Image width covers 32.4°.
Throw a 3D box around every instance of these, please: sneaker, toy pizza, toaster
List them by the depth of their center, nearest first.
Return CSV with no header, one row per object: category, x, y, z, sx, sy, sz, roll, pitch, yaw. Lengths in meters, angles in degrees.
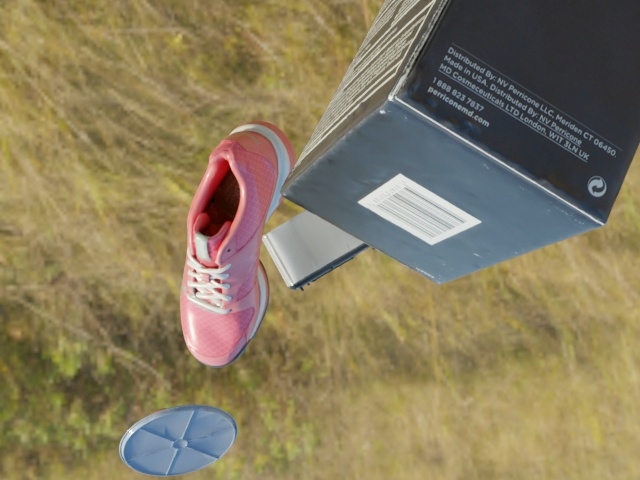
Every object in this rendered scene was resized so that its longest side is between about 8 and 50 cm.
sneaker,-0.126,0.012,1.316,0.116,0.313,0.136,17,-163,17
toaster,0.000,0.000,1.794,0.186,0.110,0.168,-31,180,10
toy pizza,-0.241,0.333,1.871,0.201,0.032,0.201,-11,138,-10

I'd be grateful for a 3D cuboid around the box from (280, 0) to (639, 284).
box,0.140,-0.147,0.879,0.183,0.294,0.296,29,164,-10
